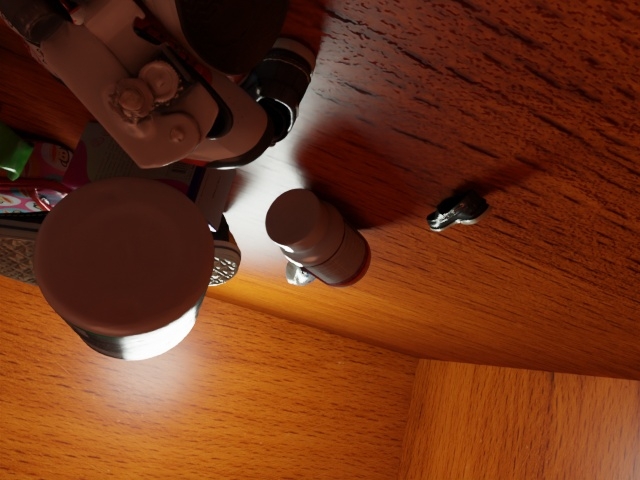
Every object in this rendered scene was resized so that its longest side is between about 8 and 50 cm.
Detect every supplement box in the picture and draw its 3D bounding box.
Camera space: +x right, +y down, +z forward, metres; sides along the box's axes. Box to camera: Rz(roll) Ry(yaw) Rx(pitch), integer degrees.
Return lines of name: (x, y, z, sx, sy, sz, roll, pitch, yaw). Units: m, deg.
supplement box: (-0.262, -0.100, 0.736, 0.220, 0.111, 0.114, 11, 163, 12)

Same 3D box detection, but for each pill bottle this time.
pill bottle: (0.000, 0.000, 0.831, 0.121, 0.121, 0.221, 5, 162, 29)
pill bottle: (-0.278, 0.069, 0.707, 0.204, 0.204, 0.361, 18, 156, -12)

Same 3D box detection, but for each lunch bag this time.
lunch bag: (-0.570, -0.102, 0.945, 0.258, 0.120, 0.293, -2, 166, -12)

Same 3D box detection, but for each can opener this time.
can opener: (-0.176, -0.168, 0.318, 0.280, 0.074, 0.093, 50, -173, -17)

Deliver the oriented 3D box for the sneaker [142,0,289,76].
sneaker: (-0.103, -0.218, 0.290, 0.123, 0.106, 0.290, 45, 180, 16)

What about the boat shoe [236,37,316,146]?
boat shoe: (-0.065, -0.139, 0.520, 0.075, 0.065, 0.206, 19, 163, -16)

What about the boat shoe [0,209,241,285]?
boat shoe: (-0.409, -0.004, 0.928, 0.500, 0.156, 0.187, 2, 145, -23)

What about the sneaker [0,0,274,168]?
sneaker: (-0.171, -0.162, 0.406, 0.270, 0.090, 0.145, 29, 165, 12)

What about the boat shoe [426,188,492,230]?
boat shoe: (0.189, -0.044, 0.673, 0.042, 0.049, 0.133, 45, 165, -7)

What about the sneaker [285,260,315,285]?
sneaker: (-0.024, 0.052, 1.128, 0.086, 0.085, 0.237, -9, 167, -18)

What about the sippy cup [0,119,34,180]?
sippy cup: (-0.529, -0.175, 0.552, 0.224, 0.240, 0.305, 8, 128, 58)
